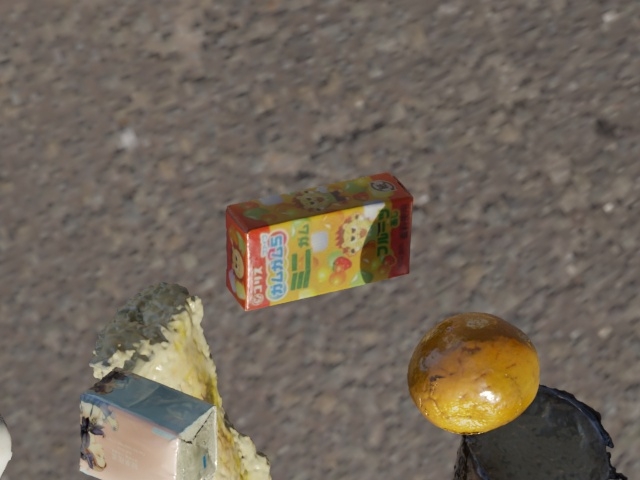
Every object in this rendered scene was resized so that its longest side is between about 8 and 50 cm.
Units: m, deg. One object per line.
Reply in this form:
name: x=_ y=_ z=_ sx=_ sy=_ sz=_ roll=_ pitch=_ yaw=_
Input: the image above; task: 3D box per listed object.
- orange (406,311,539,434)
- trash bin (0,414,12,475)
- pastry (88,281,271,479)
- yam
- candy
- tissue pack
orange: x=0.096 y=0.082 z=1.196 sx=0.083 sy=0.070 sz=0.083 roll=3 pitch=142 yaw=3
trash bin: x=-0.422 y=0.150 z=1.354 sx=0.256 sy=0.367 sz=0.296 roll=54 pitch=134 yaw=30
pastry: x=-0.125 y=0.156 z=1.699 sx=0.089 sy=0.121 sz=0.258 roll=24 pitch=146 yaw=40
yam: x=0.151 y=0.243 z=1.519 sx=0.131 sy=0.131 sz=0.280 roll=31 pitch=139 yaw=22
candy: x=0.000 y=0.000 z=1.241 sx=0.038 sy=0.122 sz=0.062 roll=-132 pitch=37 yaw=-51
tissue pack: x=-0.126 y=0.146 z=1.412 sx=0.094 sy=0.059 sz=0.074 roll=18 pitch=122 yaw=27
